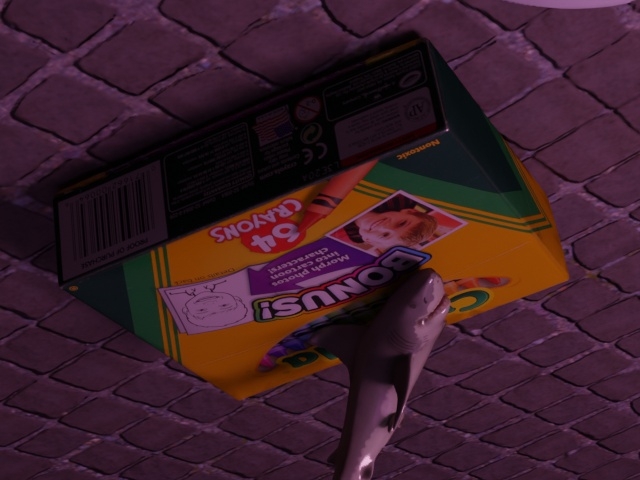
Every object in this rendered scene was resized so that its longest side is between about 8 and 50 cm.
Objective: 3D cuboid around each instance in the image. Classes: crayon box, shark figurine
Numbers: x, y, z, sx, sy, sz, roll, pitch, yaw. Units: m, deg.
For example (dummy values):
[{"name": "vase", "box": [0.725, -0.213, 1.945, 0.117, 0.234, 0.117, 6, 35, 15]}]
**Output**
[{"name": "crayon box", "box": [0.000, 0.000, 1.311, 0.363, 0.106, 0.313, -21, 147, 18]}, {"name": "shark figurine", "box": [0.028, 0.138, 1.327, 0.116, 0.278, 0.166, 25, -174, 8]}]

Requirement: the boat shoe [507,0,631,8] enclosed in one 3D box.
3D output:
[{"name": "boat shoe", "box": [0.243, -0.239, 1.014, 0.302, 0.109, 0.094, -13, 134, -10]}]
